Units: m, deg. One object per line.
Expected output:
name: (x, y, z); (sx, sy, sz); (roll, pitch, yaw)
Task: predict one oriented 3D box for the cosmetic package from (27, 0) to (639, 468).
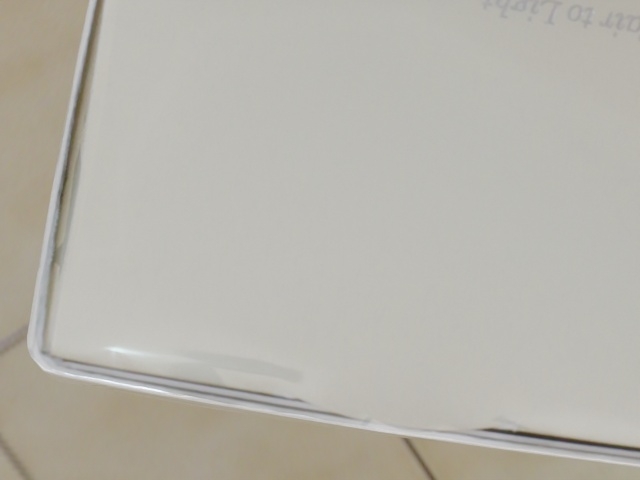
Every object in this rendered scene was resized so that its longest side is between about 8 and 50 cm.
cosmetic package: (0.000, 0.000, 0.498); (0.160, 0.309, 0.113); (10, 83, -9)
